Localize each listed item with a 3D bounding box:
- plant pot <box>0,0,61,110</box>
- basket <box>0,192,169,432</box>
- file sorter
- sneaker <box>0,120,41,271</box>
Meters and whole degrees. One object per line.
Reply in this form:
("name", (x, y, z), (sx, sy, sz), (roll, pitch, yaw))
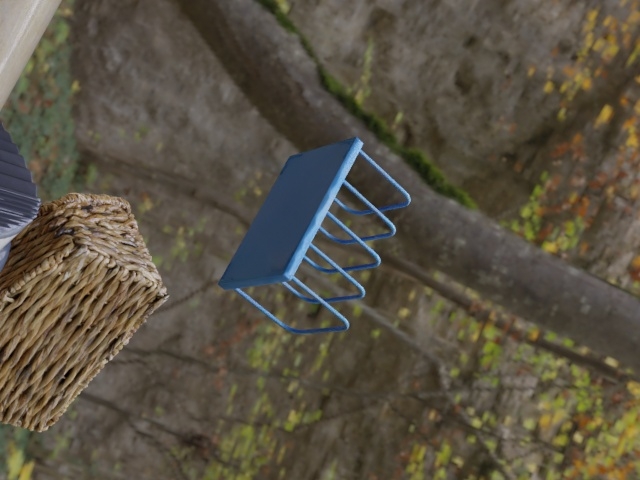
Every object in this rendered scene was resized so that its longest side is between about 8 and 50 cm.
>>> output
("plant pot", (-0.415, -0.246, 1.155), (0.305, 0.334, 0.334), (-66, -161, 9))
("basket", (-0.393, 0.069, 1.540), (0.299, 0.213, 0.223), (-47, -137, 15))
("file sorter", (0.000, 0.000, 1.161), (0.118, 0.104, 0.170), (-11, -135, 53))
("sneaker", (-0.250, -0.056, 0.617), (0.131, 0.112, 0.319), (-55, -142, 18))
